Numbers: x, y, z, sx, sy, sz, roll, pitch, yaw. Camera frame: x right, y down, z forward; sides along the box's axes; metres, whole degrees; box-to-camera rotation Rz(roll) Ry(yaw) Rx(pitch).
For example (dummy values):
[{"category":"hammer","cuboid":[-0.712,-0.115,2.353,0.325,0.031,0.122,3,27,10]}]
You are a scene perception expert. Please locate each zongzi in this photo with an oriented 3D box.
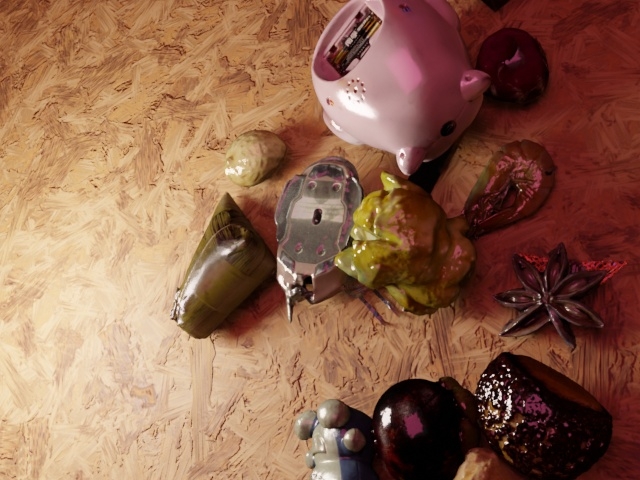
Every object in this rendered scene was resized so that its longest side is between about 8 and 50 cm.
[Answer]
[{"category":"zongzi","cuboid":[-0.256,0.051,1.792,0.274,0.145,0.300,-46,40,7]}]

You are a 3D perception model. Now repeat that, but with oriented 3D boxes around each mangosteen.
[{"category":"mangosteen","cuboid":[0.190,0.345,1.396,0.210,0.210,0.210,-10,64,21]}]

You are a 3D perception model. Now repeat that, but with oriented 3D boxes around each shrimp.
[{"category":"shrimp","cuboid":[0.372,-0.087,1.584,0.145,0.061,0.267,40,86,24]}]

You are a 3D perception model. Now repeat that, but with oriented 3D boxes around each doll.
[{"category":"doll","cuboid":[0.034,0.440,1.450,0.228,0.154,0.258,136,145,-55]}]

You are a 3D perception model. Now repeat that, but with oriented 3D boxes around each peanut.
[{"category":"peanut","cuboid":[-0.161,-0.199,1.851,0.159,0.109,0.140,-43,28,-10]}]

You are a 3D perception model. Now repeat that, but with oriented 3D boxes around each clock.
[{"category":"clock","cuboid":[0.159,-0.347,1.638,0.368,0.250,0.376,-50,47,18]}]

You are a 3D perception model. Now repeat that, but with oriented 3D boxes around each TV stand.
[{"category":"TV stand","cuboid":[0.235,-0.157,1.687,0.049,0.040,0.256,22,79,31]}]

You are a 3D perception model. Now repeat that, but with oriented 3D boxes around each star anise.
[{"category":"star anise","cuboid":[0.433,0.098,1.455,0.212,0.073,0.197,7,80,28]}]

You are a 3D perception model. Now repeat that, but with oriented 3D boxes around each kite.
[{"category":"kite","cuboid":[0.097,0.097,1.658,0.127,0.016,0.229,-43,54,6]},{"category":"kite","cuboid":[0.474,0.087,1.487,0.222,0.008,0.125,3,72,27]}]

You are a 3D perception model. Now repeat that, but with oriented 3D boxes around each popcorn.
[{"category":"popcorn","cuboid":[0.175,0.013,1.514,0.276,0.276,0.225,37,103,33]}]

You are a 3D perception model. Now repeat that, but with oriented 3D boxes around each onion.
[{"category":"onion","cuboid":[0.384,-0.366,1.652,0.198,0.135,0.173,-29,59,10]}]

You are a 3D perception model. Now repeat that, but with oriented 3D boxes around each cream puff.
[{"category":"cream puff","cuboid":[0.368,0.301,1.308,0.239,0.239,0.165,35,101,33]}]

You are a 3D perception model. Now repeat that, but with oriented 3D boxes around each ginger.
[{"category":"ginger","cuboid":[0.338,0.507,1.273,0.126,0.190,0.354,-44,63,52]}]

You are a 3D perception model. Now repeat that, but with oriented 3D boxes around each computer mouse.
[{"category":"computer mouse","cuboid":[0.003,0.001,1.686,0.199,0.115,0.389,6,74,26]}]

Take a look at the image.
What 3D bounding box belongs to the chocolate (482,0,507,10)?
[{"category":"chocolate","cuboid":[0.482,-0.668,1.759,0.321,0.112,0.112,-41,56,6]}]
